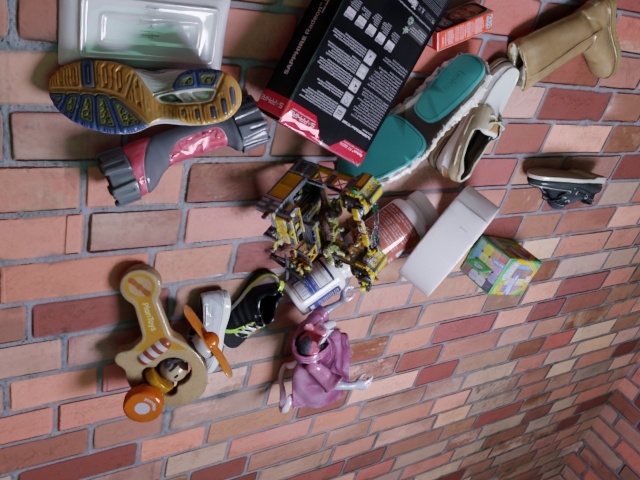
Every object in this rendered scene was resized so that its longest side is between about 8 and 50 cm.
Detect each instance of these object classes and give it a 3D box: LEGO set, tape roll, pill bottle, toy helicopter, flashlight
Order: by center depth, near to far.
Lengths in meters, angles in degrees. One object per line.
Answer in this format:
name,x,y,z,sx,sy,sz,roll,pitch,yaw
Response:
flashlight,-0.238,-0.159,1.104,0.304,0.103,0.103,-22,133,-18
LEGO set,0.000,0.000,1.291,0.192,0.255,0.331,-51,157,-30
toy helicopter,-0.326,0.207,1.308,0.235,0.140,0.354,-10,117,-2
pill bottle,0.001,0.098,1.492,0.169,0.094,0.094,-35,137,-6
pill bottle,0.175,-0.023,1.496,0.216,0.121,0.121,-36,137,-5
tape roll,0.319,0.001,1.533,0.286,0.100,0.286,-48,170,-12

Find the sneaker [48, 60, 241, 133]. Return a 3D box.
sneaker,-0.281,-0.231,1.012,0.297,0.131,0.111,2,103,-10

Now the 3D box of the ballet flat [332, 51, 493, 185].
ballet flat,0.212,-0.239,1.347,0.409,0.147,0.147,-39,137,-2

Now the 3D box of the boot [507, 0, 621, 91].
boot,0.583,-0.437,1.479,0.270,0.089,0.236,-33,126,-8

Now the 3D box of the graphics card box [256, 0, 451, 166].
graphics card box,0.066,-0.349,1.132,0.233,0.094,0.370,22,101,-44

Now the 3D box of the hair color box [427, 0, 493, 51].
hair color box,0.276,-0.440,1.261,0.141,0.072,0.043,-26,135,-17

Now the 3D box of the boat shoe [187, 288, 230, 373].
boat shoe,-0.267,0.210,1.417,0.081,0.079,0.227,3,118,-26

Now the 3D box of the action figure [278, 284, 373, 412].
action figure,-0.018,0.273,1.547,0.276,0.248,0.370,-11,152,6

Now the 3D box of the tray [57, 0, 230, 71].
tray,-0.274,-0.338,0.986,0.271,0.030,0.145,-6,126,-32

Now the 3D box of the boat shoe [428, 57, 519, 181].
boat shoe,0.381,-0.275,1.449,0.113,0.103,0.302,10,117,-41

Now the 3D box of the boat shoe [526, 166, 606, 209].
boat shoe,0.696,-0.145,1.765,0.340,0.127,0.113,-6,116,-43

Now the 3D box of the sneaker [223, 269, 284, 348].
sneaker,-0.162,0.176,1.439,0.084,0.097,0.234,14,115,-41

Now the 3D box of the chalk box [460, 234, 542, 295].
chalk box,0.517,0.072,1.812,0.213,0.132,0.132,7,120,-40
